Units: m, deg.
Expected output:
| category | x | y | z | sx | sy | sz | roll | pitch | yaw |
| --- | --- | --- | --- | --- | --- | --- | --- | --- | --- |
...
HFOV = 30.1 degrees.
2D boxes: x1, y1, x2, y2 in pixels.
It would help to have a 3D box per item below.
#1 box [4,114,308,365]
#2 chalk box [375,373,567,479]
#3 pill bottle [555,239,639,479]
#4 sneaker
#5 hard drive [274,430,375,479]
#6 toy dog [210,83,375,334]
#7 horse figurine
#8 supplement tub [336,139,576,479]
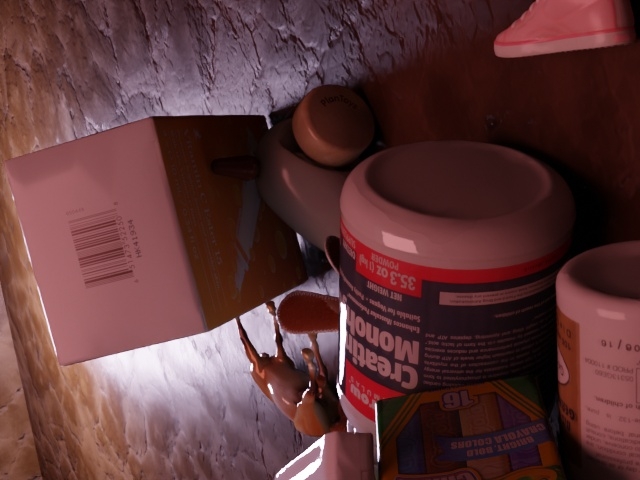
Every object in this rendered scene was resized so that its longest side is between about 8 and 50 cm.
| category | x | y | z | sx | sy | sz | roll | pitch | yaw |
| --- | --- | --- | --- | --- | --- | --- | --- | --- | --- |
| box | -0.161 | -0.014 | 1.294 | 0.345 | 0.168 | 0.215 | -24 | -81 | -74 |
| chalk box | 0.116 | 0.213 | 0.856 | 0.213 | 0.132 | 0.132 | -84 | -17 | -66 |
| pill bottle | 0.240 | 0.127 | 0.866 | 0.131 | 0.131 | 0.229 | 26 | 126 | 55 |
| sneaker | 0.182 | -0.177 | 0.902 | 0.134 | 0.051 | 0.070 | 5 | 107 | 58 |
| hard drive | 0.000 | 0.313 | 0.879 | 0.203 | 0.040 | 0.308 | 125 | 147 | -65 |
| toy dog | 0.000 | 0.000 | 1.211 | 0.334 | 0.161 | 0.220 | 56 | 148 | 31 |
| horse figurine | -0.027 | 0.169 | 1.448 | 0.263 | 0.066 | 0.174 | 26 | 137 | 49 |
| supplement tub | 0.110 | 0.068 | 1.011 | 0.191 | 0.191 | 0.272 | 38 | 136 | 49 |
